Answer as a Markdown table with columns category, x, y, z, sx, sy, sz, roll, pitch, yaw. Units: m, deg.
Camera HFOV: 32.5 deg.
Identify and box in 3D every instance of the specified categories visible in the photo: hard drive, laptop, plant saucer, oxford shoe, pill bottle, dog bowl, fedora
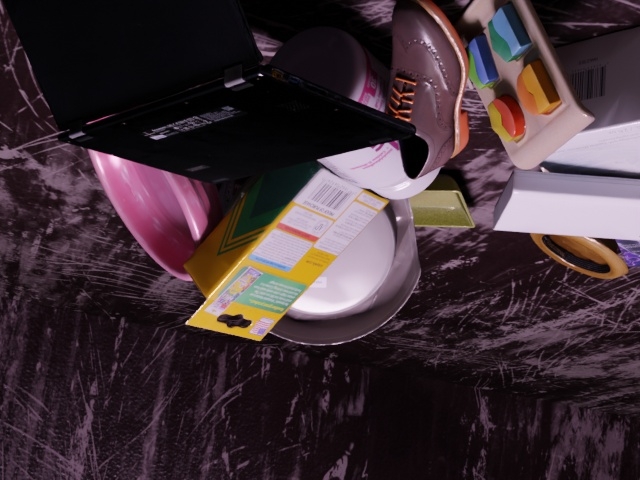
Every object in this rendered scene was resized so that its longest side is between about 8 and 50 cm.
| category | x | y | z | sx | sy | sz | roll | pitch | yaw |
| --- | --- | --- | --- | --- | --- | --- | --- | --- | --- |
| hard drive | 0.410 | -0.043 | 1.548 | 0.307 | 0.040 | 0.203 | 5 | 166 | 2 |
| laptop | -0.153 | -0.249 | 1.324 | 0.381 | 0.237 | 0.407 | -9 | 163 | 44 |
| plant saucer | -0.263 | -0.093 | 1.792 | 0.084 | 0.332 | 0.332 | -33 | 178 | -24 |
| plant saucer | 0.176 | -0.076 | 1.982 | 0.188 | 0.045 | 0.188 | 1 | 162 | 17 |
| oxford shoe | 0.129 | -0.191 | 1.412 | 0.096 | 0.098 | 0.271 | 24 | 147 | 37 |
| pill bottle | 0.055 | -0.168 | 1.545 | 0.160 | 0.160 | 0.283 | -4 | 160 | 32 |
| dog bowl | 0.000 | 0.000 | 1.871 | 0.348 | 0.349 | 0.102 | 9 | -160 | -4 |
| fedora | 0.476 | -0.005 | 1.993 | 0.194 | 0.079 | 0.194 | 28 | 166 | 8 |

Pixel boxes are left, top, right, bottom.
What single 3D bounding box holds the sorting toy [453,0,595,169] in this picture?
| category | x | y | z | sx | sy | sz | roll | pitch | yaw |
| --- | --- | --- | --- | --- | --- | --- | --- | --- | --- |
| sorting toy | 0.233 | -0.200 | 1.347 | 0.038 | 0.208 | 0.193 | -26 | 172 | -19 |

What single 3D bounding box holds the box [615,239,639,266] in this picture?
| category | x | y | z | sx | sy | sz | roll | pitch | yaw |
| --- | --- | --- | --- | --- | --- | --- | --- | --- | --- |
| box | 0.578 | -0.035 | 1.840 | 0.153 | 0.108 | 0.207 | -2 | 160 | 25 |

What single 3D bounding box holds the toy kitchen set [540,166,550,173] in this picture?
| category | x | y | z | sx | sy | sz | roll | pitch | yaw |
| --- | --- | --- | --- | --- | --- | --- | --- | --- | --- |
| toy kitchen set | 0.387 | -0.111 | 1.822 | 0.083 | 0.075 | 0.068 | -34 | 105 | 16 |

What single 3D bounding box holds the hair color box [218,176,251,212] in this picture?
| category | x | y | z | sx | sy | sz | roll | pitch | yaw |
| --- | --- | --- | --- | --- | --- | --- | --- | --- | --- |
| hair color box | -0.108 | -0.039 | 2.105 | 0.185 | 0.114 | 0.374 | 11 | 162 | -11 |

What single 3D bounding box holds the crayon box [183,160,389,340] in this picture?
| category | x | y | z | sx | sy | sz | roll | pitch | yaw |
| --- | --- | --- | --- | --- | --- | --- | --- | --- | --- |
| crayon box | -0.068 | 0.006 | 1.715 | 0.323 | 0.083 | 0.203 | -48 | 148 | 14 |

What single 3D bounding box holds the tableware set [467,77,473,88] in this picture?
| category | x | y | z | sx | sy | sz | roll | pitch | yaw |
| --- | --- | --- | --- | --- | --- | --- | --- | --- | --- |
| tableware set | 0.198 | -0.226 | 1.532 | 0.154 | 0.024 | 0.104 | 1 | 161 | 20 |

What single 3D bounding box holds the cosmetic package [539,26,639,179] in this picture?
| category | x | y | z | sx | sy | sz | roll | pitch | yaw |
| --- | --- | --- | --- | --- | --- | --- | --- | --- | --- |
| cosmetic package | 0.409 | -0.162 | 1.460 | 0.224 | 0.138 | 0.224 | -9 | 158 | 42 |
